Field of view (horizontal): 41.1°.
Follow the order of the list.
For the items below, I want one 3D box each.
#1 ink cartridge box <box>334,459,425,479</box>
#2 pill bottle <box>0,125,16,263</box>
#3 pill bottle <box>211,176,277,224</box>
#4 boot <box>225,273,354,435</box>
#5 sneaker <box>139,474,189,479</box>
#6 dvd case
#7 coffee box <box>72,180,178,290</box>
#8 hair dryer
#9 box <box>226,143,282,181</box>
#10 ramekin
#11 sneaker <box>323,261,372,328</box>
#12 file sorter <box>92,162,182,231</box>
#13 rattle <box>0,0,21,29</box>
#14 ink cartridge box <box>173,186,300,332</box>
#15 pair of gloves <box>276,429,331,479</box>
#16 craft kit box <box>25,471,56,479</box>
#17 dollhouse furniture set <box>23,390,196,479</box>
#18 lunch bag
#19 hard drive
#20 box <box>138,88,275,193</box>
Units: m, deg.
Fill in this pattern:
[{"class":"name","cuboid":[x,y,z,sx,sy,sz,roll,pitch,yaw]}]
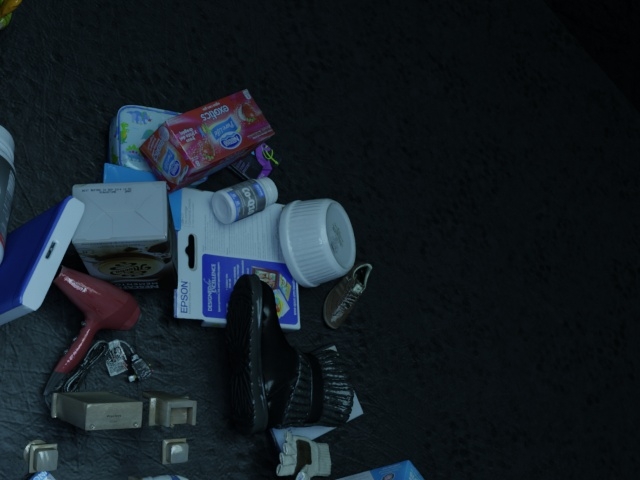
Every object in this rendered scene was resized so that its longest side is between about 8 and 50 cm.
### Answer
[{"class":"ink cartridge box","cuboid":[0.126,0.630,1.734,0.197,0.198,0.270,56,29,-21]},{"class":"pill bottle","cuboid":[-0.649,-0.083,1.567,0.161,0.161,0.283,17,45,-28]},{"class":"pill bottle","cuboid":[-0.166,-0.092,1.898,0.137,0.078,0.078,-25,86,-39]},{"class":"boot","cuboid":[-0.063,0.240,1.832,0.260,0.131,0.348,-2,91,-32]},{"class":"sneaker","cuboid":[-0.273,0.589,1.615,0.130,0.112,0.297,-4,75,-35]},{"class":"dvd case","cuboid":[-0.031,0.353,1.925,0.253,0.022,0.180,-19,83,-37]},{"class":"coffee box","cuboid":[-0.367,0.000,1.646,0.168,0.297,0.119,-3,70,-6]},{"class":"hair dryer","cuboid":[-0.440,0.181,1.637,0.223,0.080,0.294,-25,105,-39]},{"class":"box","cuboid":[-0.181,-0.205,2.045,0.162,0.029,0.116,38,55,-14]},{"class":"ramekin","cuboid":[0.000,0.000,1.977,0.207,0.109,0.207,41,43,-54]},{"class":"sneaker","cuboid":[0.066,0.124,2.050,0.066,0.071,0.188,37,55,-16]},{"class":"file sorter","cuboid":[-0.392,-0.074,1.805,0.170,0.104,0.118,11,66,-30]},{"class":"rattle","cuboid":[-0.722,-0.524,1.749,0.130,0.142,0.200,-43,104,-19]},{"class":"ink cartridge box","cuboid":[-0.195,0.047,1.914,0.307,0.072,0.304,8,68,-28]},{"class":"pair of gloves","cuboid":[-0.024,0.528,1.790,0.204,0.042,0.240,33,47,-50]},{"class":"craft kit box","cuboid":[-0.504,0.576,1.503,0.247,0.061,0.250,49,53,-4]},{"class":"dollhouse furniture set","cuboid":[-0.398,0.461,1.553,0.303,0.173,0.356,4,87,-35]},{"class":"lunch bag","cuboid":[-0.356,-0.204,1.889,0.218,0.090,0.176,5,70,-32]},{"class":"hard drive","cuboid":[-0.542,0.055,1.516,0.040,0.318,0.210,35,56,-29]},{"class":"box","cuboid":[-0.240,-0.214,1.829,0.257,0.128,0.123,-33,91,-45]}]
